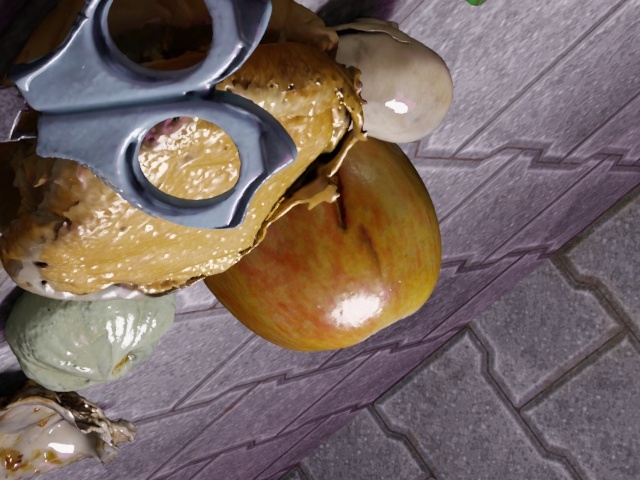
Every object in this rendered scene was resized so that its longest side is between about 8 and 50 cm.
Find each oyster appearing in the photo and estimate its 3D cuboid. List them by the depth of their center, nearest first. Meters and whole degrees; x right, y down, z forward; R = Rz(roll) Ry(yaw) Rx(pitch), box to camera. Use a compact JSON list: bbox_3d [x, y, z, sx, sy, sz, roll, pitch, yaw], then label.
[{"bbox_3d":[-0.369,0.253,1.562,0.204,0.111,0.396,-16,163,-2],"label":"oyster"}]

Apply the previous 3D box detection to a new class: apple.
[{"bbox_3d":[0.000,0.000,1.274,0.264,0.264,0.264,-32,164,-11],"label":"apple"}]

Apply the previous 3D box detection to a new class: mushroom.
[{"bbox_3d":[0.053,-0.158,1.155,0.154,0.122,0.154,7,164,2],"label":"mushroom"}]

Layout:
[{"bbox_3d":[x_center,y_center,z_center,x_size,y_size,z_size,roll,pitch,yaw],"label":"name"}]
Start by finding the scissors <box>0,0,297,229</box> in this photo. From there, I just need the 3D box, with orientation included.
[{"bbox_3d":[-0.200,-0.080,0.767,0.360,0.191,0.029,-8,-157,2],"label":"scissors"}]

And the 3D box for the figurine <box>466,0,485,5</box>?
[{"bbox_3d":[0.134,-0.297,0.853,0.222,0.124,0.324,-49,175,7],"label":"figurine"}]

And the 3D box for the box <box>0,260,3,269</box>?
[{"bbox_3d":[-0.339,0.024,1.048,0.091,0.031,0.126,-38,163,11],"label":"box"}]

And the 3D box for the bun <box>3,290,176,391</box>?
[{"bbox_3d":[-0.242,0.093,1.294,0.195,0.118,0.195,-33,167,-8],"label":"bun"}]

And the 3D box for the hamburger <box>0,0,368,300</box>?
[{"bbox_3d":[-0.123,-0.072,0.941,0.319,0.158,0.318,-23,154,-12],"label":"hamburger"}]
